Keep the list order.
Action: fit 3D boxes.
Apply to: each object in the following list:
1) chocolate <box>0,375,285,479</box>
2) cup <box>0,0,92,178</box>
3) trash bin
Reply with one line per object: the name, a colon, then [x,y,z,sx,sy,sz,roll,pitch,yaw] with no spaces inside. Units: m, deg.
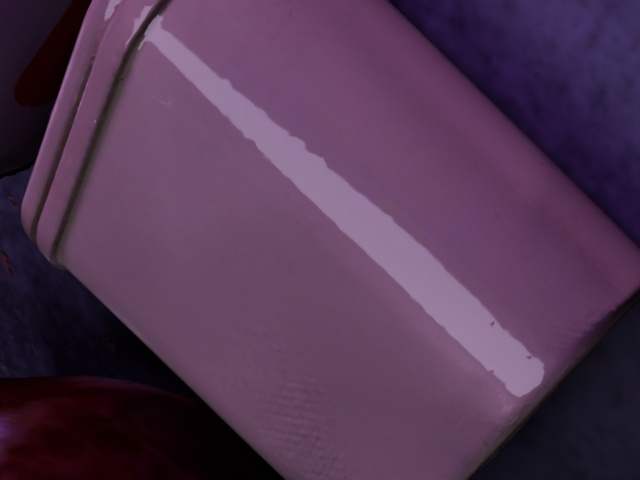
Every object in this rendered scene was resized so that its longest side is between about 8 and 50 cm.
chocolate: [-0.146,0.254,0.833,0.331,0.384,0.383,-3,113,40]
cup: [-0.143,-0.183,0.668,0.203,0.203,0.288,50,135,9]
trash bin: [0.000,0.000,0.682,0.247,0.121,0.243,43,140,12]
